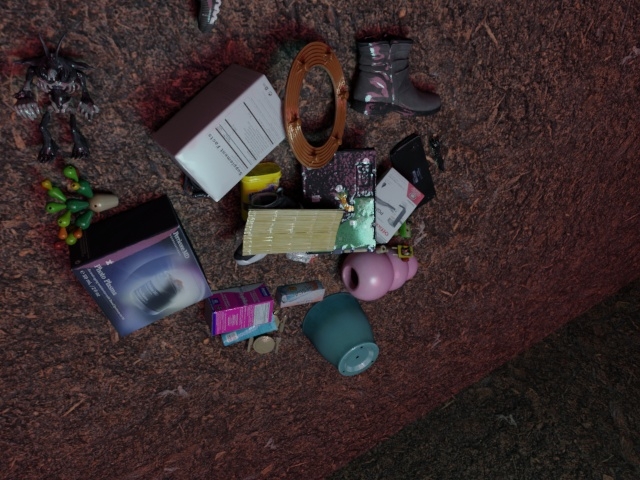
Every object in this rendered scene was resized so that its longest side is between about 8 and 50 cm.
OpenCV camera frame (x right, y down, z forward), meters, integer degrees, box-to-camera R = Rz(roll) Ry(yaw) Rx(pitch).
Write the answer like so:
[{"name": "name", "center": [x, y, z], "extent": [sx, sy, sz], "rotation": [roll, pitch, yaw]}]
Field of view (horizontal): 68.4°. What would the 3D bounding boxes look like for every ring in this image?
[{"name": "ring", "center": [0.002, -0.365, 1.292], "extent": [0.337, 0.032, 0.336], "rotation": [-27, 122, -56]}]

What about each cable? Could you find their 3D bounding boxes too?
[{"name": "cable", "center": [-0.314, -0.203, 1.355], "extent": [0.151, 0.047, 0.184], "rotation": [2, 122, -29]}]

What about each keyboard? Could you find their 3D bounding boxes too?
[{"name": "keyboard", "center": [0.374, -0.262, 1.731], "extent": [0.202, 0.033, 0.317], "rotation": [-33, 135, -3]}]

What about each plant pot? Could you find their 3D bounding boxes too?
[{"name": "plant pot", "center": [0.098, 0.396, 1.920], "extent": [0.272, 0.255, 0.271], "rotation": [-16, 130, -19]}]

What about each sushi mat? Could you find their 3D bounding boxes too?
[{"name": "sushi mat", "center": [-0.082, -0.028, 1.416], "extent": [0.317, 0.019, 0.151], "rotation": [-2, 124, -29]}]

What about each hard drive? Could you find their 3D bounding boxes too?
[{"name": "hard drive", "center": [0.061, -0.124, 1.512], "extent": [0.237, 0.064, 0.338], "rotation": [-3, 109, 1]}]

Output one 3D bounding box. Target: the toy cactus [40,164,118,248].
[{"name": "toy cactus", "center": [-0.627, -0.092, 1.229], "extent": [0.181, 0.112, 0.218], "rotation": [-16, 116, -49]}]

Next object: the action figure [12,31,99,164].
[{"name": "action figure", "center": [-0.584, -0.306, 1.054], "extent": [0.164, 0.141, 0.275], "rotation": [-7, 130, -25]}]

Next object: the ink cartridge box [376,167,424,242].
[{"name": "ink cartridge box", "center": [0.226, -0.119, 1.631], "extent": [0.159, 0.092, 0.218], "rotation": [40, 85, -6]}]

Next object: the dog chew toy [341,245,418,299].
[{"name": "dog chew toy", "center": [0.246, 0.114, 1.837], "extent": [0.332, 0.206, 0.206], "rotation": [-10, 129, -34]}]

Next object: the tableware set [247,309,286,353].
[{"name": "tableware set", "center": [-0.217, 0.360, 1.855], "extent": [0.128, 0.039, 0.194], "rotation": [6, 116, -16]}]

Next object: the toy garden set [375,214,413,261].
[{"name": "toy garden set", "center": [0.254, -0.033, 1.732], "extent": [0.244, 0.049, 0.203], "rotation": [7, 75, -34]}]

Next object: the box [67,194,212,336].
[{"name": "box", "center": [-0.511, 0.074, 1.363], "extent": [0.294, 0.182, 0.296], "rotation": [-25, 133, -13]}]

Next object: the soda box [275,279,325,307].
[{"name": "soda box", "center": [-0.077, 0.204, 1.804], "extent": [0.183, 0.058, 0.063], "rotation": [-7, 127, -27]}]

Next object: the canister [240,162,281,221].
[{"name": "canister", "center": [-0.187, -0.146, 1.458], "extent": [0.126, 0.073, 0.169], "rotation": [-13, 131, -22]}]

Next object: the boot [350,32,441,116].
[{"name": "boot", "center": [0.253, -0.498, 1.423], "extent": [0.338, 0.118, 0.222], "rotation": [-10, 123, -30]}]

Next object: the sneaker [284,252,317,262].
[{"name": "sneaker", "center": [-0.001, -0.001, 1.671], "extent": [0.270, 0.090, 0.145], "rotation": [-6, 128, -22]}]

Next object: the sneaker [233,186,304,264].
[{"name": "sneaker", "center": [-0.186, -0.051, 1.421], "extent": [0.269, 0.101, 0.153], "rotation": [-41, 135, 0]}]

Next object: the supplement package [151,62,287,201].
[{"name": "supplement package", "center": [-0.246, -0.280, 1.212], "extent": [0.293, 0.177, 0.175], "rotation": [-45, 135, -8]}]

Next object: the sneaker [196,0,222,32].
[{"name": "sneaker", "center": [-0.272, -0.597, 1.059], "extent": [0.106, 0.078, 0.234], "rotation": [1, 120, -28]}]

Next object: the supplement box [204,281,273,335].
[{"name": "supplement box", "center": [-0.289, 0.239, 1.668], "extent": [0.220, 0.111, 0.113], "rotation": [-8, 127, -26]}]

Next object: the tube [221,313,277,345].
[{"name": "tube", "center": [-0.270, 0.339, 1.783], "extent": [0.207, 0.052, 0.080], "rotation": [-18, 123, -10]}]
